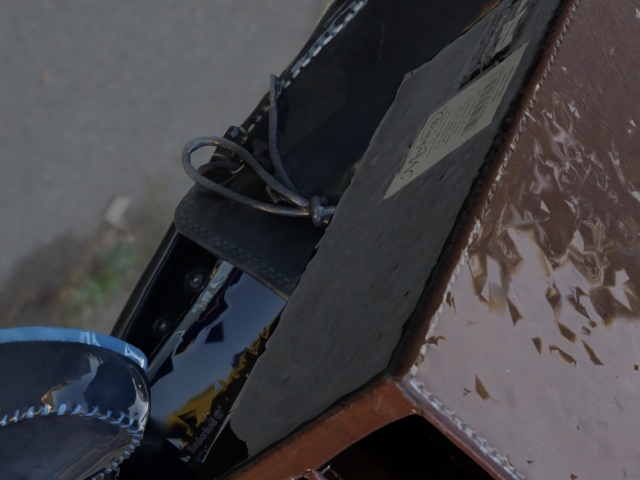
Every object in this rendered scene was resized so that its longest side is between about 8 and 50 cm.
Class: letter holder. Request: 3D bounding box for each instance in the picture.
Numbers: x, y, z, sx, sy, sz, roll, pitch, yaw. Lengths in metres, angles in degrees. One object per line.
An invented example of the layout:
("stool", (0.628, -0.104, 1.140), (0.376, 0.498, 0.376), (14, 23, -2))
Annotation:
("letter holder", (0.112, 0.049, 0.876), (0.152, 0.214, 0.302), (-37, -162, 44))

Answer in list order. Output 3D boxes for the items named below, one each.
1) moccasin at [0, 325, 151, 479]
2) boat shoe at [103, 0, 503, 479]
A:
("moccasin", (-0.201, 0.154, 1.022), (0.138, 0.117, 0.342), (23, 140, -32))
("boat shoe", (0.000, 0.000, 1.239), (0.500, 0.187, 0.156), (-57, 165, 9))
